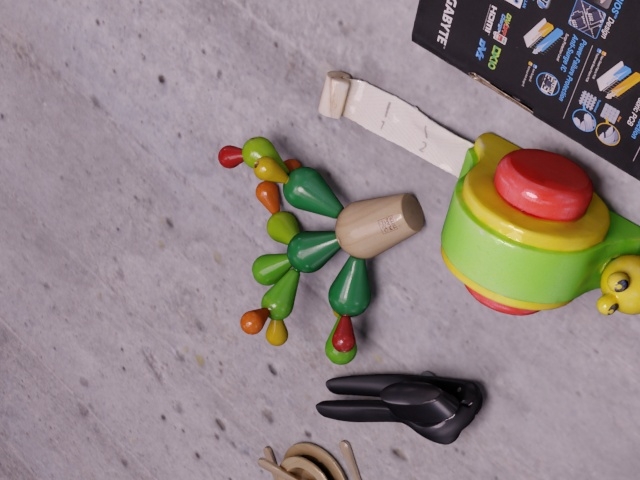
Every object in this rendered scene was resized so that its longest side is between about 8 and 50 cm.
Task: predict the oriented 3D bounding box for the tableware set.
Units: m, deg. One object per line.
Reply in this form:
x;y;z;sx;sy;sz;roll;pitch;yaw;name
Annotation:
0.005;0.299;1.061;0.128;0.039;0.194;-16;96;45;tableware set

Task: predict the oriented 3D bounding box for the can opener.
0.065;0.139;0.932;0.186;0.059;0.073;-5;131;53;can opener

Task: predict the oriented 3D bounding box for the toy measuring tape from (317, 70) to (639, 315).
0.099;-0.036;0.783;0.330;0.121;0.121;34;127;28;toy measuring tape

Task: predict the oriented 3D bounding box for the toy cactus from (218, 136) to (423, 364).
0.000;0.000;0.909;0.180;0.112;0.219;-21;85;35;toy cactus

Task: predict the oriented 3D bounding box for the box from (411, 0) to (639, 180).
0.207;-0.165;0.589;0.293;0.073;0.296;34;145;18;box
